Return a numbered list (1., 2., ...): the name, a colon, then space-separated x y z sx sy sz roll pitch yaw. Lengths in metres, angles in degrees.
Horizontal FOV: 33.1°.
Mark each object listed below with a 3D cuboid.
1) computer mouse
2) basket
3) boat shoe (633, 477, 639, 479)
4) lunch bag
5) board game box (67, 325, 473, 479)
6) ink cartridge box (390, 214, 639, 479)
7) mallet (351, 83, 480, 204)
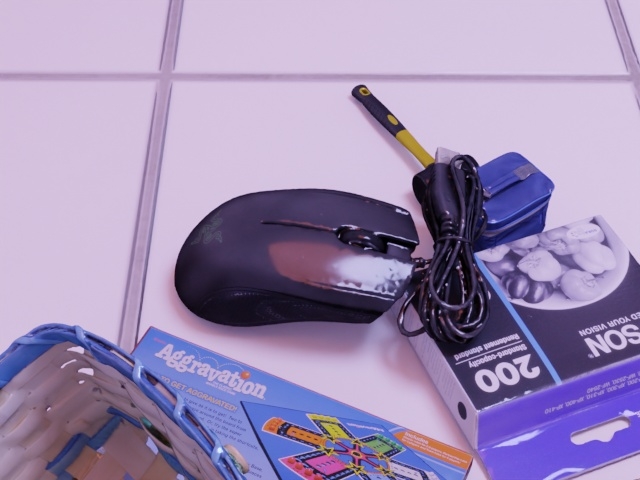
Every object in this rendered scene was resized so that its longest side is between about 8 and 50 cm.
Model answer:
1. computer mouse: 0.000 0.000 0.894 0.272 0.072 0.188 -5 51 13
2. basket: -0.159 0.158 0.626 0.255 0.289 0.201 38 85 25
3. boat shoe: 0.223 0.204 0.758 0.170 0.063 0.059 -10 50 3
4. lunch bag: 0.157 -0.033 0.969 0.098 0.065 0.067 -29 54 -25
5. board game box: -0.043 0.169 0.805 0.281 0.027 0.145 20 52 17
6. ink cartridge box: 0.191 0.085 0.875 0.206 0.045 0.208 -16 51 -16
7. mallet: 0.092 -0.102 1.056 0.062 0.039 0.189 -16 46 -14
